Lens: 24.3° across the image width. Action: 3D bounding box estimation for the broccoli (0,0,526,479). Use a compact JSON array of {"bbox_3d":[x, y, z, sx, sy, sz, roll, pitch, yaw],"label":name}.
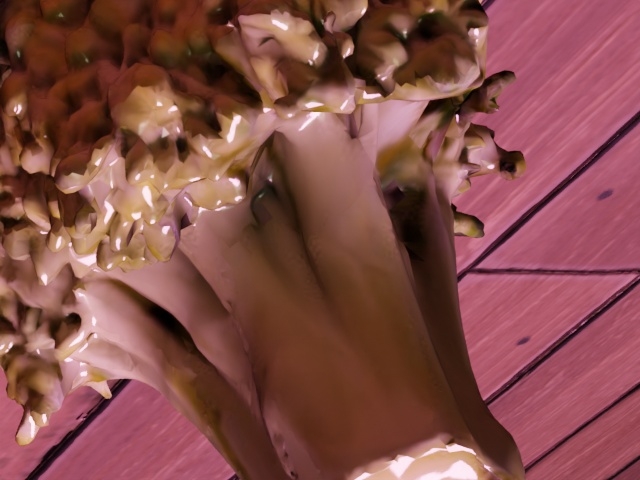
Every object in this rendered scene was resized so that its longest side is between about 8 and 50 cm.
[{"bbox_3d":[0.000,0.000,0.514,0.263,0.243,0.247,-41,137,19],"label":"broccoli"}]
